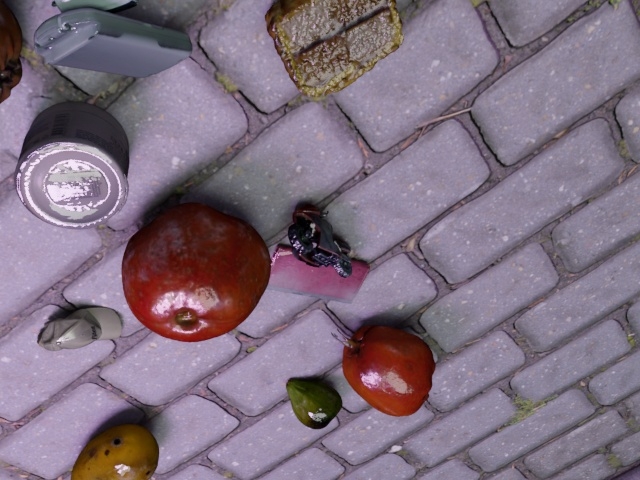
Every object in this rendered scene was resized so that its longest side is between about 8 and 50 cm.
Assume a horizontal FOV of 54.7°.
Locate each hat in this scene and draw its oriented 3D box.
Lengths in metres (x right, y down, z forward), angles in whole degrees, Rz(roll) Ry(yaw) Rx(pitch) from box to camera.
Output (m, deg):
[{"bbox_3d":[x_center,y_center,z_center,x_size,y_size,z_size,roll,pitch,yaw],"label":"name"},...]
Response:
[{"bbox_3d":[-0.521,0.207,1.345,0.166,0.081,0.122,5,127,-31],"label":"hat"}]

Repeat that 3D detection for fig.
[{"bbox_3d":[-0.026,0.420,1.627,0.156,0.123,0.123,40,114,6],"label":"fig"}]

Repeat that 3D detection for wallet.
[{"bbox_3d":[-0.010,0.079,1.412,0.232,0.025,0.119,12,122,-23],"label":"wallet"}]

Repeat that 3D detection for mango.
[{"bbox_3d":[-0.531,0.573,1.568,0.176,0.176,0.329,45,126,-13],"label":"mango"}]

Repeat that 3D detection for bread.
[{"bbox_3d":[0.027,-0.361,1.048,0.222,0.096,0.181,-31,128,6],"label":"bread"}]

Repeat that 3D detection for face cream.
[{"bbox_3d":[-0.422,-0.128,1.067,0.177,0.153,0.177,-8,128,-10],"label":"face cream"}]

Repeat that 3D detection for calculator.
[{"bbox_3d":[-0.310,-0.296,0.947,0.141,0.045,0.246,-11,178,36],"label":"calculator"}]

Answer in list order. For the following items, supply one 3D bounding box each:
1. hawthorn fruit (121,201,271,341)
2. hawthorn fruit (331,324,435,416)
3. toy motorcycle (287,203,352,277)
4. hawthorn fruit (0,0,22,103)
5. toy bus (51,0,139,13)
[{"bbox_3d":[-0.242,0.064,1.202,0.284,0.284,0.284,-7,127,-10],"label":"hawthorn fruit"},{"bbox_3d":[0.142,0.299,1.516,0.299,0.211,0.211,29,115,-16],"label":"hawthorn fruit"},{"bbox_3d":[-0.001,0.000,1.314,0.082,0.123,0.213,-19,146,30],"label":"toy motorcycle"},{"bbox_3d":[-0.570,-0.289,0.897,0.251,0.199,0.199,21,119,-12],"label":"hawthorn fruit"},{"bbox_3d":[-0.338,-0.440,0.846,0.133,0.165,0.271,-13,128,-5],"label":"toy bus"}]
